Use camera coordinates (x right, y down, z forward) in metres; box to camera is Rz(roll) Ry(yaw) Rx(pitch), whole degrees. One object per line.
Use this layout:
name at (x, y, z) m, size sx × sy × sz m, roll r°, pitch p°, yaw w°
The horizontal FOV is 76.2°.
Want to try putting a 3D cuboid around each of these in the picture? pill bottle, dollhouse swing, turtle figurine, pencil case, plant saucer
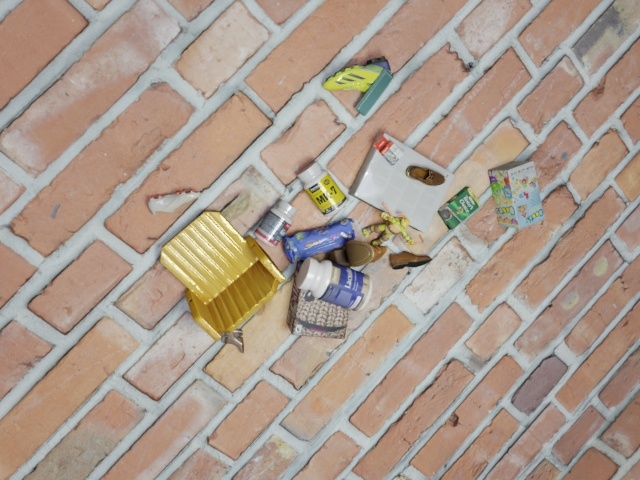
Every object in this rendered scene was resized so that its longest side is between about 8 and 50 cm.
pill bottle at (0.006, -0.209, 1.651) m, size 0.119 × 0.119 × 0.208 m, roll -39°, pitch 106°, yaw -5°
pill bottle at (-0.175, -0.070, 1.633) m, size 0.108 × 0.108 × 0.180 m, roll 35°, pitch 90°, yaw -17°
dollhouse swing at (-0.386, 0.109, 1.529) m, size 0.347 × 0.315 × 0.305 m, roll -41°, pitch 127°, yaw -4°
pill bottle at (0.052, 0.164, 1.559) m, size 0.265 × 0.153 × 0.153 m, roll 20°, pitch 94°, yaw -17°
turtle figurine at (0.288, -0.058, 1.707) m, size 0.270 × 0.217 × 0.087 m, roll 38°, pitch 49°, yaw -27°
pencil case at (0.000, 0.000, 1.678) m, size 0.307 × 0.133 × 0.119 m, roll -17°, pitch 106°, yaw -10°
plant saucer at (0.219, -0.593, 1.646) m, size 0.067 × 0.018 × 0.192 m, roll 19°, pitch 116°, yaw -46°

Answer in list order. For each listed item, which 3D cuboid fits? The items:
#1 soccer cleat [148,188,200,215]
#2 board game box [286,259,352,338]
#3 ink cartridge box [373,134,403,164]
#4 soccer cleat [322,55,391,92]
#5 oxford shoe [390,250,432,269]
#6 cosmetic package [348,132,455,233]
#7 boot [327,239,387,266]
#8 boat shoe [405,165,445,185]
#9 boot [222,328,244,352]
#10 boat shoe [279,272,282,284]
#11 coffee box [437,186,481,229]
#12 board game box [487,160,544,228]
soccer cleat at (-0.551, -0.146, 1.550) m, size 0.197 × 0.068 × 0.076 m, roll -12°, pitch 107°, yaw -5°
board game box at (0.003, 0.245, 1.715) m, size 0.232 × 0.141 × 0.290 m, roll 8°, pitch 98°, yaw -16°
ink cartridge box at (0.274, -0.365, 1.643) m, size 0.115 × 0.029 × 0.063 m, roll 43°, pitch 86°, yaw -16°
soccer cleat at (0.152, -0.640, 1.629) m, size 0.289 × 0.093 × 0.121 m, roll -22°, pitch 110°, yaw -9°
oxford shoe at (0.408, 0.080, 1.833) m, size 0.213 × 0.076 × 0.075 m, roll -2°, pitch 60°, yaw -24°
cosmetic package at (0.349, -0.239, 1.744) m, size 0.378 × 0.097 × 0.284 m, roll 26°, pitch 93°, yaw -17°
boot at (0.189, 0.057, 1.650) m, size 0.220 × 0.283 × 0.108 m, roll -4°, pitch 77°, yaw -32°
boat shoe at (0.443, -0.264, 1.686) m, size 0.178 × 0.060 × 0.064 m, roll 12°, pitch 94°, yaw -16°
boot at (-0.367, 0.419, 1.707) m, size 0.087 × 0.042 × 0.118 m, roll -4°, pitch 99°, yaw -7°
boat shoe at (-0.212, 0.178, 1.703) m, size 0.133 × 0.049 × 0.042 m, roll -26°, pitch 72°, yaw 0°
coffee box at (0.632, -0.148, 1.861) m, size 0.184 × 0.040 × 0.113 m, roll -38°, pitch 106°, yaw -5°
board game box at (0.891, -0.210, 1.864) m, size 0.145 × 0.142 × 0.275 m, roll -20°, pitch 103°, yaw -11°
